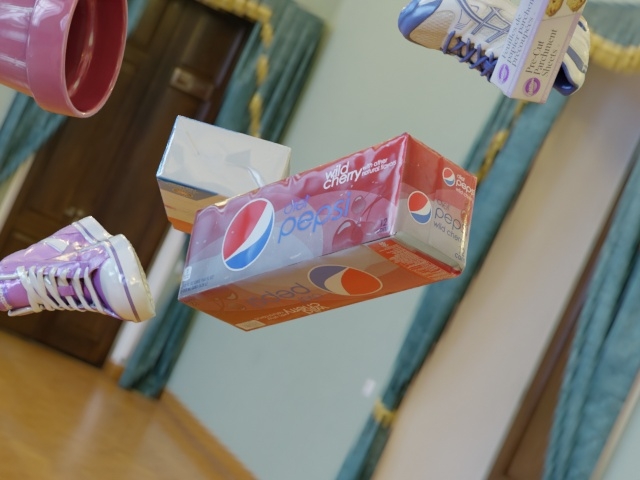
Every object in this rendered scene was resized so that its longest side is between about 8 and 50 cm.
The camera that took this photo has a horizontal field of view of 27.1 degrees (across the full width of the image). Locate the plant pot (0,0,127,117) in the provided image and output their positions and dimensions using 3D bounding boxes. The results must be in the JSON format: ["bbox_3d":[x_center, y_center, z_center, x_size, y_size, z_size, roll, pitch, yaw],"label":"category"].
[{"bbox_3d":[-0.370,-0.270,1.716,0.180,0.201,0.201,11,-2,11],"label":"plant pot"}]

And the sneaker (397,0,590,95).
[{"bbox_3d":[0.262,-0.293,1.994,0.296,0.131,0.112,6,-27,-3],"label":"sneaker"}]

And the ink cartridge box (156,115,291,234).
[{"bbox_3d":[-0.108,-0.056,1.540,0.134,0.078,0.231,16,-14,2],"label":"ink cartridge box"}]

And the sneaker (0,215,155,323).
[{"bbox_3d":[-0.296,0.059,1.557,0.161,0.102,0.282,-23,17,-20],"label":"sneaker"}]

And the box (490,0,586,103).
[{"bbox_3d":[0.322,-0.344,1.785,0.067,0.324,0.063,8,25,-28],"label":"box"}]

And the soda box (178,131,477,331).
[{"bbox_3d":[0.000,0.000,1.083,0.083,0.092,0.263,29,-31,-35],"label":"soda box"}]
